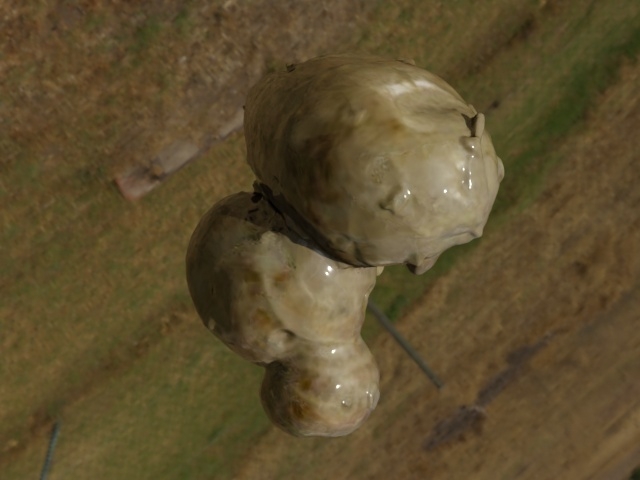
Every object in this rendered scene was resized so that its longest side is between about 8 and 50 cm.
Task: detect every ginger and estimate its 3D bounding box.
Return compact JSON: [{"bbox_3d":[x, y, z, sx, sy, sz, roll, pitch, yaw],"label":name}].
[{"bbox_3d":[0.000,0.000,0.758,0.155,0.244,0.304,-9,129,-48],"label":"ginger"}]
